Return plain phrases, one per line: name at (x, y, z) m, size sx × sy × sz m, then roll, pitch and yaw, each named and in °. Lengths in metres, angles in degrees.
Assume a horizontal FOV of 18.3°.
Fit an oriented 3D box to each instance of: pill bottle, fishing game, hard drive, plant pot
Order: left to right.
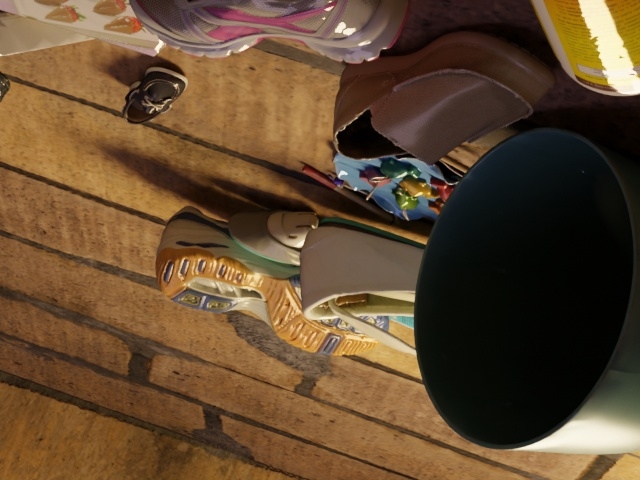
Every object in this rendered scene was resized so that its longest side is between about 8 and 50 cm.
hard drive at (-0.339, -0.210, 1.867) m, size 0.307 × 0.040 × 0.203 m, roll 8°, pitch -163°, yaw 38°
fishing game at (0.097, -0.045, 2.075) m, size 0.189 × 0.041 × 0.264 m, roll 29°, pitch 163°, yaw -27°
pill bottle at (0.196, -0.196, 1.379) m, size 0.117 × 0.117 × 0.215 m, roll 12°, pitch 161°, yaw 24°
plant pot at (0.267, 0.066, 1.840) m, size 0.235 × 0.293 × 0.293 m, roll 15°, pitch 168°, yaw -35°

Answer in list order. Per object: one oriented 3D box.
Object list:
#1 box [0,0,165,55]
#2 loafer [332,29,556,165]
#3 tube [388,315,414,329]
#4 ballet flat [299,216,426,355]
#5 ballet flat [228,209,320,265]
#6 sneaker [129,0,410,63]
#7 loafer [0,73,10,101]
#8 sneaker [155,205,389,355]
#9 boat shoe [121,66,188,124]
box at (-0.265, -0.239, 1.698) m, size 0.324 × 0.067 × 0.063 m, roll 14°, pitch 138°, yaw -34°
loafer at (0.104, -0.116, 1.763) m, size 0.102 × 0.092 × 0.268 m, roll 30°, pitch 160°, yaw -27°
tube at (0.053, 0.061, 2.438) m, size 0.207 × 0.052 × 0.080 m, roll 20°, pitch 159°, yaw 19°
ballet flat at (0.162, 0.075, 2.177) m, size 0.400 × 0.139 × 0.139 m, roll 11°, pitch 161°, yaw 16°
ballet flat at (0.000, 0.000, 2.303) m, size 0.213 × 0.072 × 0.068 m, roll 22°, pitch 135°, yaw -8°
sneaker at (-0.056, -0.219, 1.645) m, size 0.252 × 0.103 × 0.111 m, roll 4°, pitch 153°, yaw 27°
loafer at (-0.416, -0.186, 2.181) m, size 0.170 × 0.061 × 0.062 m, roll 34°, pitch 159°, yaw -36°
sneaker at (-0.051, 0.037, 2.380) m, size 0.296 × 0.131 × 0.112 m, roll 23°, pitch 125°, yaw -17°
boat shoe at (-0.174, -0.149, 2.064) m, size 0.046 × 0.038 × 0.125 m, roll 27°, pitch 162°, yaw -22°
